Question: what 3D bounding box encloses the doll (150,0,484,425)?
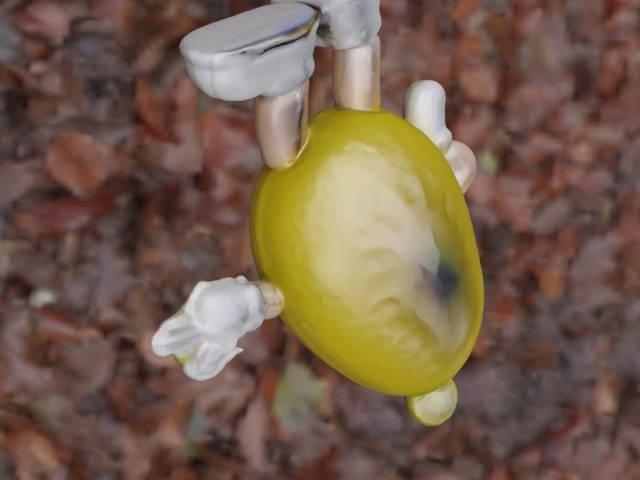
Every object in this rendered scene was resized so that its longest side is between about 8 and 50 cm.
[{"bbox_3d":[0.009,-0.036,1.691,0.348,0.161,0.423,0,100,-36],"label":"doll"}]
